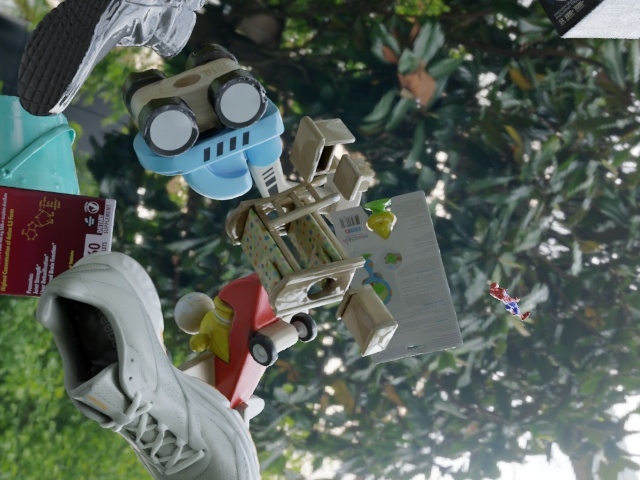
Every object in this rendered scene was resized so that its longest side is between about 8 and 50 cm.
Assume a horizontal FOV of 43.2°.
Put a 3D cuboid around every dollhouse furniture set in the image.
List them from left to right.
[{"bbox_3d":[0.000,0.000,0.779,0.182,0.101,0.161,55,-38,33],"label":"dollhouse furniture set"}]

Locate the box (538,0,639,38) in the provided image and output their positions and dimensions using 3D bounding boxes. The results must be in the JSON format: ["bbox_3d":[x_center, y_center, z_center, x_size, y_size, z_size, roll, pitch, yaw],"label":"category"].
[{"bbox_3d":[0.355,-0.304,0.916,0.147,0.180,0.078,-41,-112,46],"label":"box"}]

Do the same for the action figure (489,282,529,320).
[{"bbox_3d":[0.319,0.100,1.383,0.030,0.115,0.038,-53,-137,2],"label":"action figure"}]

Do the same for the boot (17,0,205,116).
[{"bbox_3d":[-0.300,-0.315,1.247,0.118,0.222,0.338,42,-77,23],"label":"boot"}]

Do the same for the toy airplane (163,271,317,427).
[{"bbox_3d":[-0.198,0.225,1.649,0.272,0.386,0.384,43,-94,19],"label":"toy airplane"}]

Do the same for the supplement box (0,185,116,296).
[{"bbox_3d":[-0.377,-0.001,0.972,0.073,0.239,0.130,-172,-93,-68],"label":"supplement box"}]

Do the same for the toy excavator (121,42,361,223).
[{"bbox_3d":[-0.152,-0.179,1.703,0.222,0.432,0.445,50,-21,51],"label":"toy excavator"}]

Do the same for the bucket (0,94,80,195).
[{"bbox_3d":[-0.539,-0.111,1.360,0.281,0.281,0.183,-26,-112,51],"label":"bucket"}]

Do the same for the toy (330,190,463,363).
[{"bbox_3d":[0.112,0.050,1.174,0.056,0.136,0.237,-68,143,-70],"label":"toy"}]

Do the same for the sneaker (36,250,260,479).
[{"bbox_3d":[-0.149,0.135,0.658,0.099,0.262,0.121,-34,180,12],"label":"sneaker"}]
